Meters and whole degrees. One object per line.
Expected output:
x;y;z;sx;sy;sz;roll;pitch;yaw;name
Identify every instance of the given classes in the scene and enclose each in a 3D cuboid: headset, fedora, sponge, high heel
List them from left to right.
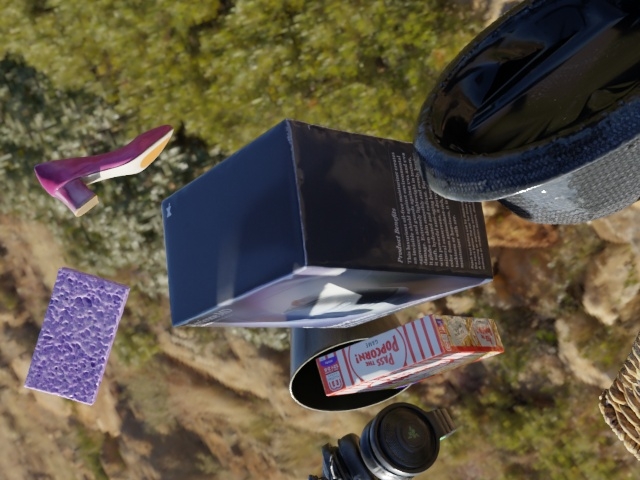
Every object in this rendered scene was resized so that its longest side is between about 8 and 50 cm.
-0.400;0.158;1.501;0.031;0.117;0.210;-103;31;-83;sponge
-0.379;-0.155;1.612;0.117;0.244;0.082;46;164;6;high heel
0.107;0.416;1.641;0.243;0.394;0.185;-38;69;30;headset
0.261;-0.126;0.903;0.152;0.334;0.334;48;166;-33;fedora

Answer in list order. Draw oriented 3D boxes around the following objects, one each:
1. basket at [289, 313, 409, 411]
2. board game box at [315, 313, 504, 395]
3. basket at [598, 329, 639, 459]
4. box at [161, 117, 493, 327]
0.031;0.131;1.435;0.227;0.204;0.154;-108;8;-49;basket
0.106;0.129;1.034;0.146;0.193;0.045;-25;73;26;board game box
0.439;0.143;0.812;0.223;0.299;0.214;83;166;-58;basket
0.000;0.000;1.144;0.296;0.294;0.183;-26;66;49;box
